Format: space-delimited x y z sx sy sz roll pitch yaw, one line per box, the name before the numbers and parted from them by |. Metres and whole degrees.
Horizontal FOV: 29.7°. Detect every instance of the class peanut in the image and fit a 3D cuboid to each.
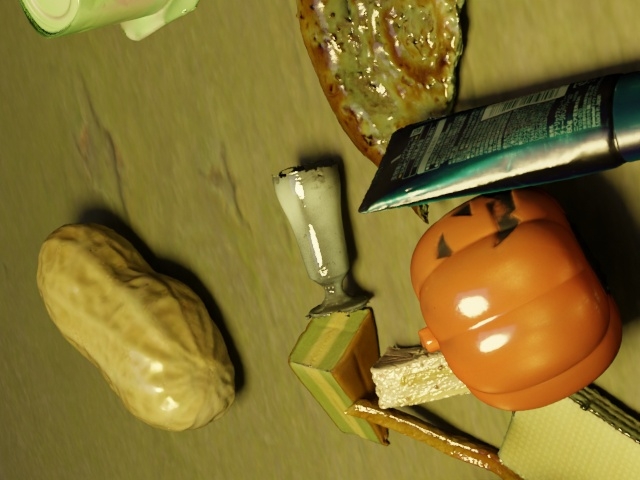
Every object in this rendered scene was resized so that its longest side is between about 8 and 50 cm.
peanut | -0.222 0.093 1.428 0.313 0.152 0.152 42 131 27

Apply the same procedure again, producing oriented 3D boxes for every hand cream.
hand cream | 0.160 -0.083 0.983 0.270 0.120 0.061 -9 128 30

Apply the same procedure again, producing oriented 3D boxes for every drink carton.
drink carton | -0.239 -0.286 1.285 0.146 0.142 0.144 -18 93 48

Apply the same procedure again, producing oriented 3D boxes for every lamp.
lamp | 0.155 0.051 1.008 0.164 0.187 0.187 -27 87 15

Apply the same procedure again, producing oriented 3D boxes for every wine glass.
wine glass | 0.000 0.000 1.226 0.072 0.072 0.155 -5 102 45

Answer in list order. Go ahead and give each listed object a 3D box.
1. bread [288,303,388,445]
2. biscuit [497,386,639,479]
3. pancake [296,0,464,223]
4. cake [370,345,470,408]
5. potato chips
bread | 0.037 0.144 1.293 0.074 0.084 0.139 6 142 42
biscuit | 0.259 0.206 1.087 0.199 0.040 0.121 35 132 29
pancake | 0.051 -0.197 1.107 0.197 0.054 0.376 -16 96 45
cake | 0.111 0.133 1.189 0.121 0.065 0.052 -8 104 38
potato chips | 0.120 0.201 1.205 0.204 0.037 0.026 22 112 21
